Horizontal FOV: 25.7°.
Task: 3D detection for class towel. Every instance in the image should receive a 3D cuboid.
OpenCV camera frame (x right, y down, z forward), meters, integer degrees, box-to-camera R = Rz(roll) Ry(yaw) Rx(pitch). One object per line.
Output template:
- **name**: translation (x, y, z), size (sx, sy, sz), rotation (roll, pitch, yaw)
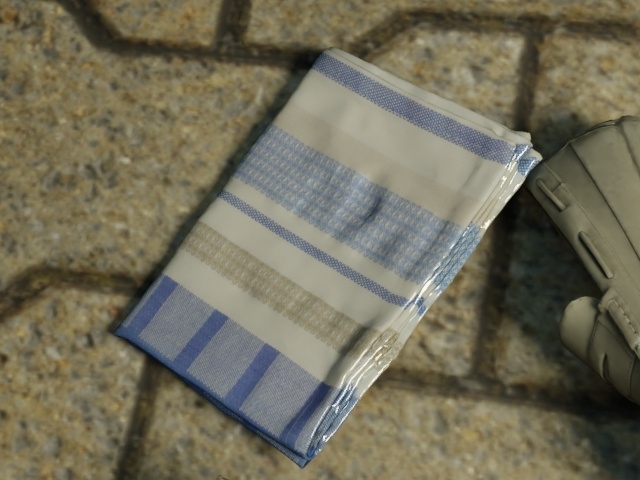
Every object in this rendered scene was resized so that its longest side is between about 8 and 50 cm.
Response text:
- **towel**: translation (0.000, 0.000, 1.021), size (0.209, 0.034, 0.285), rotation (31, 79, 32)

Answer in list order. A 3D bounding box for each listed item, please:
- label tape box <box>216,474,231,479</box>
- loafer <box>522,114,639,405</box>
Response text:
- **label tape box**: translation (-0.034, 0.353, 0.864), size (0.240, 0.106, 0.334), rotation (24, 75, 20)
- **loafer**: translation (0.216, 0.060, 0.924), size (0.111, 0.112, 0.319), rotation (-24, 49, 14)
